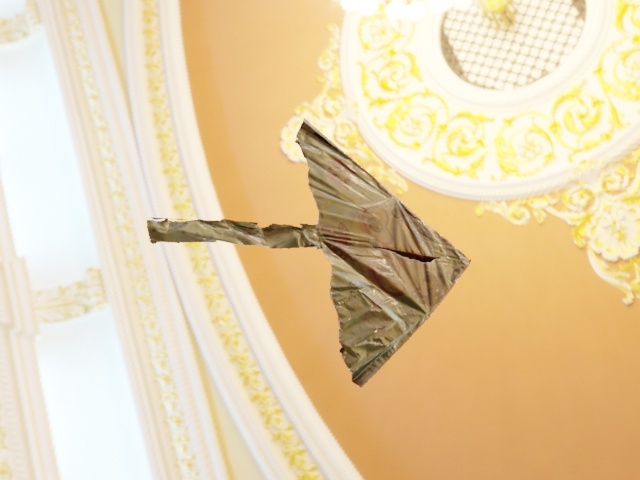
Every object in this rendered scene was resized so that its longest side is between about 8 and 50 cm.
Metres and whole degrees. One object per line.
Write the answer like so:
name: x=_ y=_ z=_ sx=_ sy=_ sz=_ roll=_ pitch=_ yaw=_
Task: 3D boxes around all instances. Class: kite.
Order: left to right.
kite: x=0.001 y=-0.001 z=0.613 sx=0.012 sy=0.250 sz=0.229 roll=-53 pitch=-140 yaw=42
